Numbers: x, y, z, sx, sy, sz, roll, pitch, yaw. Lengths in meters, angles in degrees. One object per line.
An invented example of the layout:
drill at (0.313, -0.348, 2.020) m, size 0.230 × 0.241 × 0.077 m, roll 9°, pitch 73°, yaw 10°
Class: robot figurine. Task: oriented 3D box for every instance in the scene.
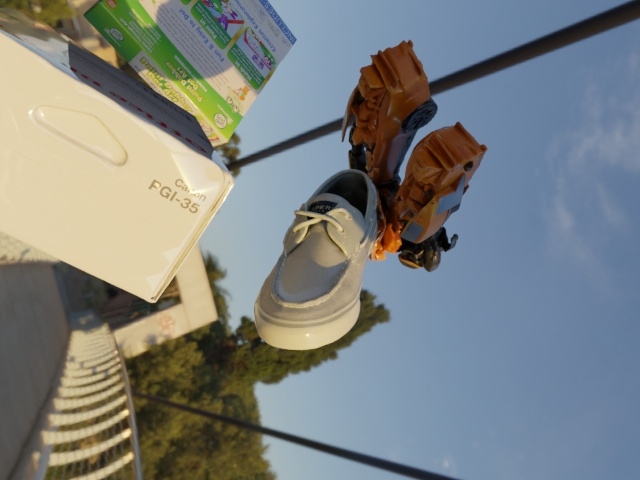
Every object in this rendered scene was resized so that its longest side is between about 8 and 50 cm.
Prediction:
robot figurine at (0.082, -0.074, 0.689) m, size 0.211 × 0.085 × 0.291 m, roll 61°, pitch -17°, yaw 18°

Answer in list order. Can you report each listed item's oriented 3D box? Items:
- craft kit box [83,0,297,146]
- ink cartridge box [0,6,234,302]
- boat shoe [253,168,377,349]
craft kit box at (-0.174, -0.312, 0.889) m, size 0.060 × 0.247 × 0.250 m, roll -9°, pitch -46°, yaw 43°
ink cartridge box at (-0.206, -0.090, 0.506) m, size 0.117 × 0.207 × 0.283 m, roll -56°, pitch -155°, yaw 7°
boat shoe at (0.001, 0.000, 0.487) m, size 0.227 × 0.079 × 0.081 m, roll -60°, pitch 151°, yaw -62°
